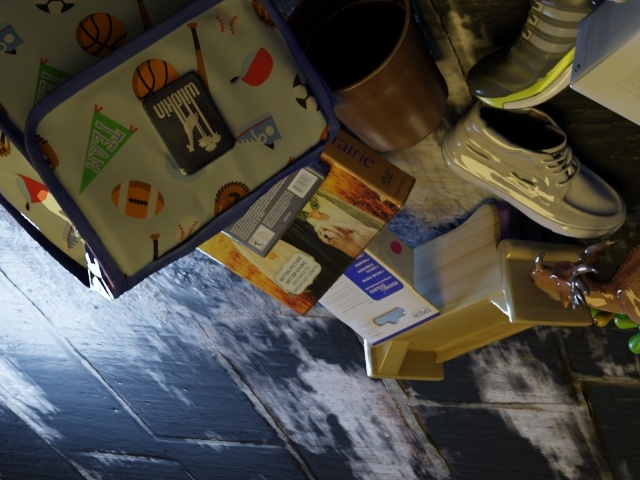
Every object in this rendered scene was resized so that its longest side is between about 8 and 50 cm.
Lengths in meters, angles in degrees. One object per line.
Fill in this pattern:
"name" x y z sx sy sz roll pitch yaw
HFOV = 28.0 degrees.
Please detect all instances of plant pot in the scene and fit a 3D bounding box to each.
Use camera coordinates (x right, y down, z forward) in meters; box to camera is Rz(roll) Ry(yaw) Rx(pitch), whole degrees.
"plant pot" 0.062 -0.195 1.488 0.167 0.167 0.165 -4 151 30

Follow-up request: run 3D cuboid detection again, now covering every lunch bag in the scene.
"lunch bag" -0.214 -0.161 1.369 0.385 0.328 0.239 46 156 17

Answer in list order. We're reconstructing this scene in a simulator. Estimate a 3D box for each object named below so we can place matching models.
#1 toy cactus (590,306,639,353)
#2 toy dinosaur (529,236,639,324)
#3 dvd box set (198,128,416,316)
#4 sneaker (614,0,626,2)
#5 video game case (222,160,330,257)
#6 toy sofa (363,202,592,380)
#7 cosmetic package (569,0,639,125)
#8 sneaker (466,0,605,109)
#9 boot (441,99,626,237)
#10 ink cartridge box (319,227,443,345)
"toy cactus" 0.479 0.114 1.846 0.219 0.112 0.180 24 140 4
"toy dinosaur" 0.424 0.033 1.628 0.295 0.127 0.200 -40 106 21
"dvd box set" -0.123 -0.097 1.708 0.420 0.062 0.307 34 138 -7
"sneaker" 0.349 -0.321 0.957 0.210 0.366 0.137 32 -161 21
"video game case" -0.145 -0.105 1.647 0.274 0.026 0.196 33 138 -5
"toy sofa" 0.216 0.083 1.891 0.150 0.177 0.362 6 158 -34
"cosmetic package" 0.474 -0.163 1.214 0.377 0.097 0.284 25 150 -18
"sneaker" 0.258 -0.245 1.377 0.121 0.111 0.300 40 137 -18
"boot" 0.283 -0.090 1.598 0.258 0.095 0.123 22 156 -7
"ink cartridge box" 0.000 0.000 1.846 0.371 0.069 0.175 42 142 -14
